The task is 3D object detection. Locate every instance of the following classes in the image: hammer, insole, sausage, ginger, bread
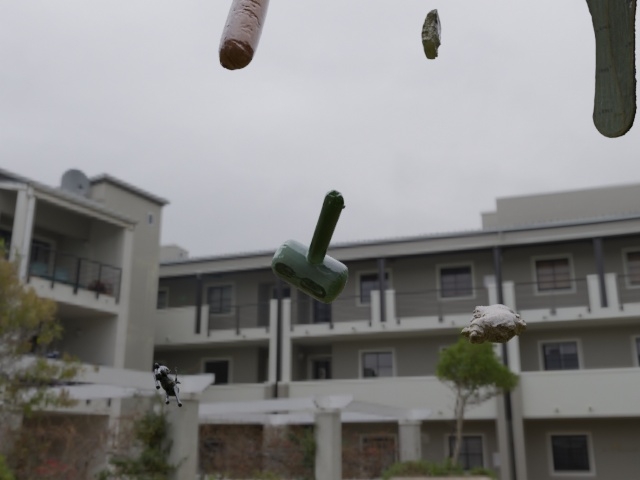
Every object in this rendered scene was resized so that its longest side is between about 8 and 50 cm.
[{"bbox_3d":[0.000,0.000,1.875,0.206,0.119,0.336,28,-51,11],"label":"hammer"},{"bbox_3d":[0.410,-0.321,1.032,0.009,0.349,0.119,-4,3,-17],"label":"insole"},{"bbox_3d":[-0.169,-0.492,1.634,0.086,0.289,0.086,5,-35,4],"label":"sausage"},{"bbox_3d":[0.412,0.198,1.704,0.137,0.074,0.213,-4,2,20],"label":"ginger"},{"bbox_3d":[0.225,-0.414,1.462,0.035,0.083,0.070,3,-22,18],"label":"bread"}]

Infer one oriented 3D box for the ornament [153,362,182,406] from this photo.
[{"bbox_3d":[-0.263,0.239,1.251,0.028,0.073,0.125,-30,13,-3],"label":"ornament"}]
